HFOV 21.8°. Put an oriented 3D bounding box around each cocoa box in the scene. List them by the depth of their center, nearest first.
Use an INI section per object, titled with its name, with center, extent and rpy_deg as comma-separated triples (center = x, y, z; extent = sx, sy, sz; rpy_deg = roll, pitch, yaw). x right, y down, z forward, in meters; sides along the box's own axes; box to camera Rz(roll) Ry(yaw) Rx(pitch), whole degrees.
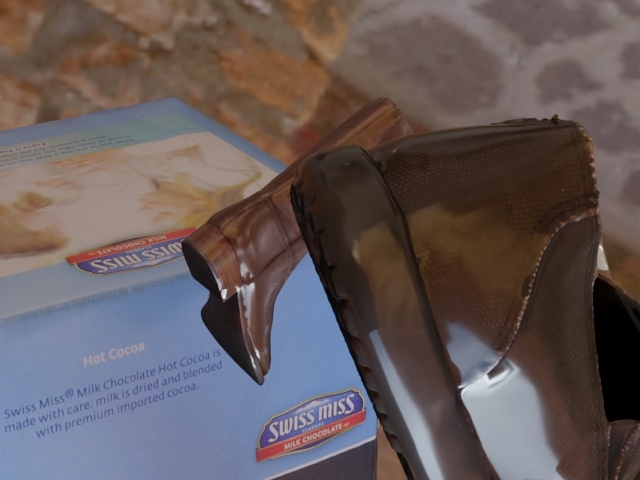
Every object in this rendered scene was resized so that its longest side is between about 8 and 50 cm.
[cocoa box]
center = -0.168, 0.086, 0.869
extent = 0.347, 0.228, 0.231
rpy_deg = -15, -151, -31

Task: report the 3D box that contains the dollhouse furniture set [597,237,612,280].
[dollhouse furniture set]
center = 0.083, 0.061, 1.187
extent = 0.262, 0.135, 0.259
rpy_deg = -14, 151, 9

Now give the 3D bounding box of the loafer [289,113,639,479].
[loafer]
center = 0.061, 0.053, 0.430
extent = 0.078, 0.080, 0.220
rpy_deg = -23, 138, 1

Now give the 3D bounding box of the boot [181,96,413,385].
[boot]
center = 0.000, 0.000, 0.708
extent = 0.037, 0.114, 0.106
rpy_deg = 40, 158, 29
